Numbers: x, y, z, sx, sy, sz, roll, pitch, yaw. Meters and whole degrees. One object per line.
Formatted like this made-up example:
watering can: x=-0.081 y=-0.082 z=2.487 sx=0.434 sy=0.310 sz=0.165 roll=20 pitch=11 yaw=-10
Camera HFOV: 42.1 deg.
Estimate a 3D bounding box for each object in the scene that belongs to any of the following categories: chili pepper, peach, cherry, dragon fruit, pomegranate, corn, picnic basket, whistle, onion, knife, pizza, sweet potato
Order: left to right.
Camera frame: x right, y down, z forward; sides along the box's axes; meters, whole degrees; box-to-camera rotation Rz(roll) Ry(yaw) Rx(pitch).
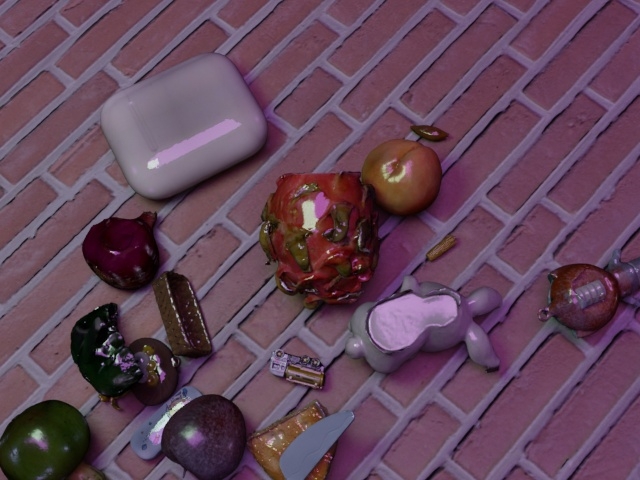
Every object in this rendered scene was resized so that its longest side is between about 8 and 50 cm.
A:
pomegranate: x=-0.529 y=0.430 z=1.664 sx=0.225 sy=0.187 sz=0.187 roll=42 pitch=76 yaw=-8
chili pepper: x=-0.452 y=0.221 z=1.697 sx=0.148 sy=0.116 sz=0.264 roll=-55 pitch=38 yaw=1
onion: x=-0.427 y=0.000 z=1.830 sx=0.173 sy=0.135 sz=0.198 roll=23 pitch=70 yaw=9
picnic basket: x=-0.299 y=0.162 z=1.779 sx=0.055 sy=0.110 sz=0.193 roll=-27 pitch=69 yaw=17
cherry: x=-0.223 y=0.396 z=1.659 sx=0.176 sy=0.140 sz=0.176 roll=1 pitch=86 yaw=-20
knife: x=-0.051 y=0.453 z=1.630 sx=0.080 sy=0.044 sz=0.331 roll=35 pitch=95 yaw=20
pizza: x=-0.026 y=0.433 z=1.679 sx=0.188 sy=0.080 sz=0.204 roll=-37 pitch=80 yaw=14
dragon fruit: x=0.000 y=0.000 z=1.755 sx=0.269 sy=0.250 sz=0.291 roll=0 pitch=95 yaw=22
peach: x=0.179 y=-0.140 z=1.826 sx=0.184 sy=0.184 sz=0.184 roll=-1 pitch=69 yaw=3
sweet potato: x=0.252 y=-0.251 z=1.938 sx=0.095 sy=0.034 sz=0.034 roll=15 pitch=71 yaw=19
corn: x=0.269 y=0.014 z=1.839 sx=0.083 sy=0.027 sz=0.028 roll=-36 pitch=63 yaw=-7
whistle: x=0.601 y=0.097 z=1.739 sx=0.346 sy=0.133 sz=0.142 roll=-21 pitch=60 yaw=-13

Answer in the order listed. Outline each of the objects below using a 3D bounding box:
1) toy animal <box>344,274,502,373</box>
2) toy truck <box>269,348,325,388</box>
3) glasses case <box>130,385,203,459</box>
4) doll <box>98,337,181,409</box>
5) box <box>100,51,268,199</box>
toy animal: x=0.218 y=0.178 z=1.715 sx=0.325 sy=0.154 sz=0.208 roll=6 pitch=76 yaw=1
toy truck: x=-0.048 y=0.271 z=1.748 sx=0.123 sy=0.052 sz=0.062 roll=12 pitch=77 yaw=7
glasses case: x=-0.315 y=0.378 z=1.726 sx=0.178 sy=0.045 sz=0.067 roll=-43 pitch=74 yaw=-13
doll: x=-0.379 y=0.290 z=1.742 sx=0.188 sy=0.096 sz=0.145 roll=-41 pitch=64 yaw=-1
box: x=-0.315 y=-0.268 z=1.922 sx=0.349 sy=0.141 sz=0.288 roll=-27 pitch=71 yaw=-8
